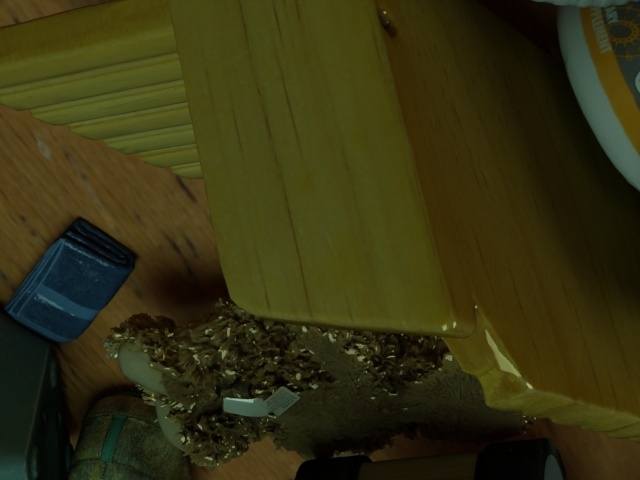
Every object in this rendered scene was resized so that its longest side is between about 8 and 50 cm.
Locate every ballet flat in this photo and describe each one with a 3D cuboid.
[{"bbox_3d":[-0.156,0.291,1.401,0.123,0.123,0.348,1,129,13],"label":"ballet flat"}]

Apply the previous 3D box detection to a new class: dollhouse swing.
[{"bbox_3d":[0.000,0.000,0.934,0.305,0.315,0.347,-23,157,26],"label":"dollhouse swing"}]

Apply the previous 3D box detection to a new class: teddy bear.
[{"bbox_3d":[0.002,0.093,1.199,0.338,0.113,0.245,-18,130,28],"label":"teddy bear"}]

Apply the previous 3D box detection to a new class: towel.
[{"bbox_3d":[-0.204,0.038,1.258,0.067,0.029,0.119,32,129,-14],"label":"towel"}]

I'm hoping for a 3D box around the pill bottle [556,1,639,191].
[{"bbox_3d":[0.293,-0.141,0.903,0.278,0.162,0.162,-26,119,29],"label":"pill bottle"}]

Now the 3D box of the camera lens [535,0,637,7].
[{"bbox_3d":[0.144,-0.286,0.780,0.219,0.219,0.274,19,131,-2],"label":"camera lens"}]

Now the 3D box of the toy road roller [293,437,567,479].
[{"bbox_3d":[0.091,0.317,1.140,0.202,0.240,0.329,-8,125,19],"label":"toy road roller"}]

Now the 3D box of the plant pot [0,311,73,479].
[{"bbox_3d":[-0.344,0.181,1.284,0.252,0.248,0.247,-1,129,1],"label":"plant pot"}]
